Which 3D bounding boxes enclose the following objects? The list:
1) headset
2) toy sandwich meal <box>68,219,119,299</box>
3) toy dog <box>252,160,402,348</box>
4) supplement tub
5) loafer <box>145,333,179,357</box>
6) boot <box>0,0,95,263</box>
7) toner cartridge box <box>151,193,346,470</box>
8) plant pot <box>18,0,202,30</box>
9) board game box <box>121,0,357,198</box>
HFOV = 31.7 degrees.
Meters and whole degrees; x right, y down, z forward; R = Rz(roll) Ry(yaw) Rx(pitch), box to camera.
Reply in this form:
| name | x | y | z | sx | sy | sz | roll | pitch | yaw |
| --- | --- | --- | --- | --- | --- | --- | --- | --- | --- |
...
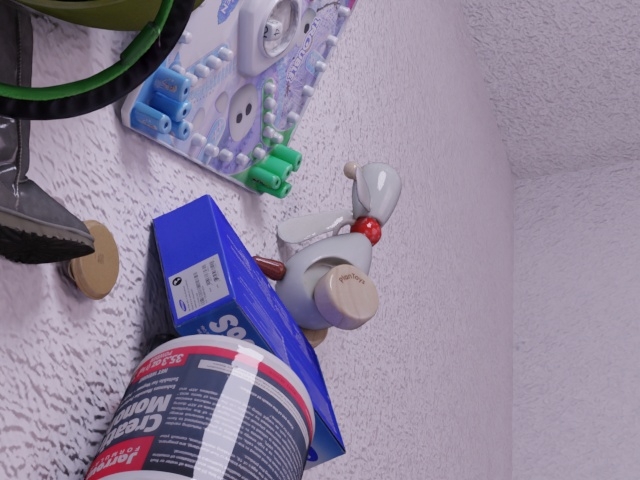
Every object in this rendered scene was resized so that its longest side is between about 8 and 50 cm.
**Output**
| name | x | y | z | sx | sy | sz | roll | pitch | yaw |
| --- | --- | --- | --- | --- | --- | --- | --- | --- | --- |
| headset | -0.260 | -0.252 | 0.775 | 0.394 | 0.243 | 0.185 | 41 | 4 | -16 |
| toy sandwich meal | -0.222 | 0.017 | 1.084 | 0.085 | 0.029 | 0.085 | -6 | 90 | -68 |
| toy dog | 0.000 | 0.000 | 1.546 | 0.161 | 0.220 | 0.333 | 39 | 26 | -17 |
| supplement tub | -0.119 | 0.235 | 1.027 | 0.272 | 0.191 | 0.191 | -73 | 148 | -53 |
| loafer | -0.122 | 0.187 | 1.214 | 0.076 | 0.078 | 0.223 | -73 | 149 | -52 |
| boot | -0.262 | -0.094 | 0.969 | 0.190 | 0.076 | 0.208 | 37 | 40 | -67 |
| toner cartridge box | -0.077 | 0.118 | 1.314 | 0.348 | 0.075 | 0.165 | 60 | 10 | -47 |
| plant pot | -0.186 | -0.305 | 1.037 | 0.293 | 0.275 | 0.274 | 63 | 20 | -84 |
| board game box | -0.049 | -0.261 | 1.372 | 0.389 | 0.050 | 0.390 | -65 | 158 | -1 |
